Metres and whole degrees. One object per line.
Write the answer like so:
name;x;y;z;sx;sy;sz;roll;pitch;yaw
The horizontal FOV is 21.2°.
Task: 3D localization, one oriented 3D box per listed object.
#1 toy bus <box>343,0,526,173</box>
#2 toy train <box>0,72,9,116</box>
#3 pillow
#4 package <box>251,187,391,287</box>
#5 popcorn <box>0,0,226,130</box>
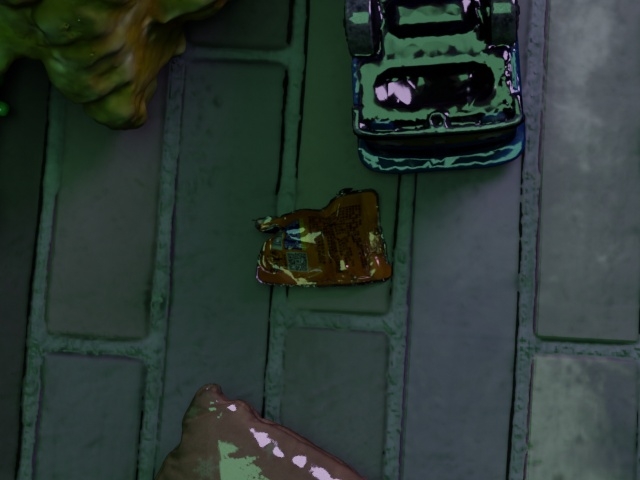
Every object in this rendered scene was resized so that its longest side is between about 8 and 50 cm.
toy bus;0.085;-0.208;1.338;0.138;0.175;0.287;-4;81;5
toy train;-0.316;-0.114;1.415;0.119;0.085;0.251;16;79;-9
pillow;-0.049;0.256;1.327;0.223;0.084;0.236;31;89;8
package;0.000;0.000;1.387;0.111;0.033;0.077;-6;71;0
popcorn;-0.191;-0.258;1.302;0.279;0.335;0.274;38;59;3
